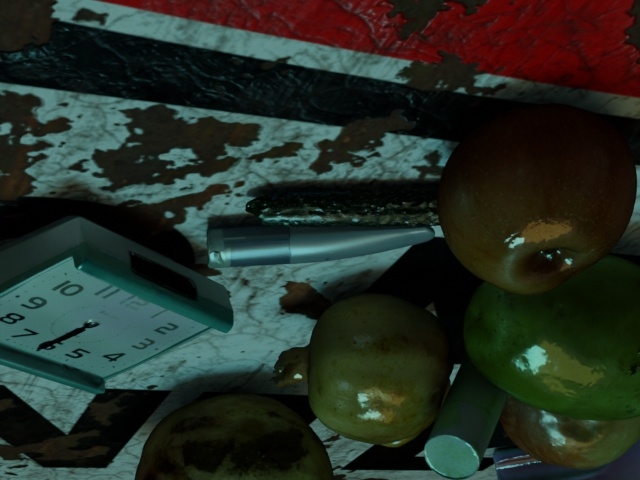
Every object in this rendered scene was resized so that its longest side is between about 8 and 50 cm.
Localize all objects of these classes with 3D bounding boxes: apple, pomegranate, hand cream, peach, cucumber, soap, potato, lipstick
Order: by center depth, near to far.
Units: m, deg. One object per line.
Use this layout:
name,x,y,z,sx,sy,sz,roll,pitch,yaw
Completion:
apple,0.218,-0.037,1.240,0.201,0.162,0.201,-4,155,-2
cucumber,0.047,-0.037,1.334,0.257,0.043,0.044,-1,148,-11
hand cream,0.000,0.000,1.385,0.255,0.048,0.079,-5,-178,-6
potato,0.323,0.117,1.539,0.305,0.215,0.216,13,149,-17
pomegranate,0.071,0.158,1.575,0.207,0.207,0.207,-6,154,-3
lipstick,0.205,0.191,1.591,0.076,0.304,0.076,9,120,17
peach,0.347,0.219,1.750,0.233,0.232,0.232,-6,154,-3
pomegranate,-0.131,0.376,1.834,0.322,0.322,0.322,-6,154,-3
soap,0.501,0.440,2.349,0.324,0.109,0.193,-13,154,9

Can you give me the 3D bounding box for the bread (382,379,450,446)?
bread,0.125,0.238,1.772,0.093,0.073,0.239,-13,-178,18

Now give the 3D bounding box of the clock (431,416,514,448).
clock,0.327,0.295,2.073,0.279,0.049,0.273,-8,153,1

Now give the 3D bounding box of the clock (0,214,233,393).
clock,-0.266,0.062,1.391,0.231,0.116,0.262,-26,150,24
